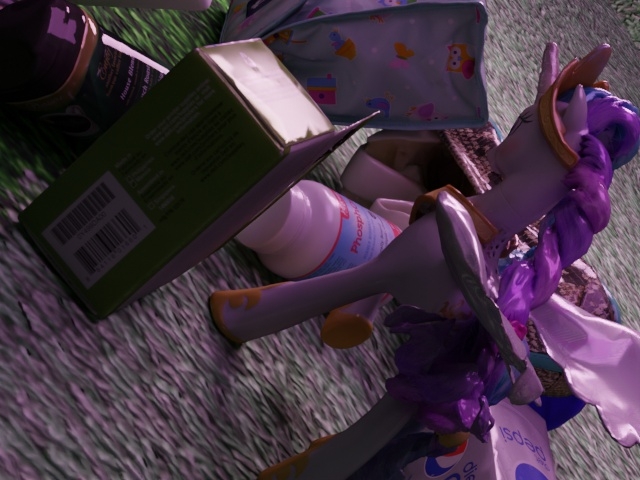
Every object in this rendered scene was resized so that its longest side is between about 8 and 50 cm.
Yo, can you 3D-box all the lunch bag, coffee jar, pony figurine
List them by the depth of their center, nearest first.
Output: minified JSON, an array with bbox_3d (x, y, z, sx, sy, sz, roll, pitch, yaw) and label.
[{"bbox_3d":[0.108,0.058,1.243,0.303,0.363,0.351,34,27,-39],"label":"pony figurine"},{"bbox_3d":[-0.172,-0.117,1.336,0.184,0.096,0.079,30,64,-43],"label":"coffee jar"},{"bbox_3d":[0.027,-0.208,1.728,0.223,0.262,0.160,-88,175,-61],"label":"lunch bag"}]

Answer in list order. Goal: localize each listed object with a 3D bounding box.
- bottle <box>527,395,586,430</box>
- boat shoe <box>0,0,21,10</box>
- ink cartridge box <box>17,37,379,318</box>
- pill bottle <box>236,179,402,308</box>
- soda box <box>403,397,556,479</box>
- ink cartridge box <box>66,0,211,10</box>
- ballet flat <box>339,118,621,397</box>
[{"bbox_3d":[0.216,0.081,1.807,0.118,0.092,0.283,45,21,-17],"label":"bottle"},{"bbox_3d":[-0.238,-0.167,1.362,0.137,0.049,0.043,27,29,-38],"label":"boat shoe"},{"bbox_3d":[-0.082,-0.057,1.301,0.097,0.189,0.255,50,19,3],"label":"ink cartridge box"},{"bbox_3d":[0.000,0.000,1.510,0.160,0.087,0.087,27,31,-47],"label":"pill bottle"},{"bbox_3d":[0.132,0.227,1.389,0.091,0.098,0.286,42,22,-22],"label":"soda box"},{"bbox_3d":[-0.164,-0.420,1.408,0.384,0.160,0.279,78,24,-48],"label":"ink cartridge box"},{"bbox_3d":[0.119,-0.021,1.670,0.182,0.164,0.483,10,26,-21],"label":"ballet flat"}]
